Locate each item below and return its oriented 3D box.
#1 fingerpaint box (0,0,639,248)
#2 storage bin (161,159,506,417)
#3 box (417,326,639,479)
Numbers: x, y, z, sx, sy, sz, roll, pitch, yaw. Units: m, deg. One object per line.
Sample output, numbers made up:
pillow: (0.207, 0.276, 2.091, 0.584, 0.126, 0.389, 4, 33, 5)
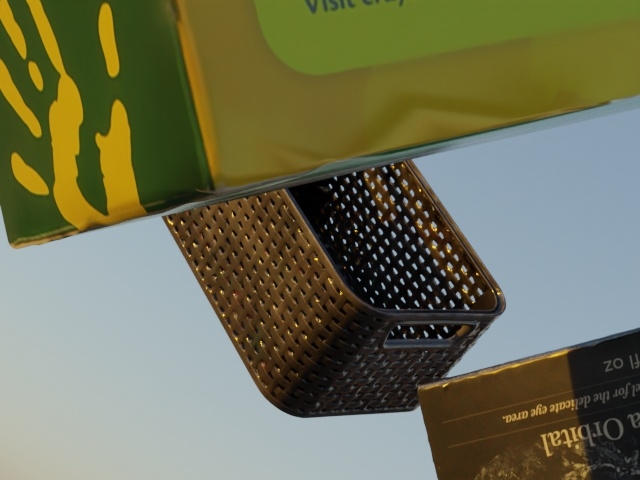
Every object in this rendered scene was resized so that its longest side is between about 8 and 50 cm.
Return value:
fingerpaint box: (0.075, -0.226, 0.539, 0.163, 0.444, 0.371, -10, -86, 58)
storage bin: (0.000, 0.000, 0.837, 0.122, 0.084, 0.180, 3, 44, -44)
box: (0.141, 0.113, 0.614, 0.156, 0.158, 0.093, -19, -10, 31)
